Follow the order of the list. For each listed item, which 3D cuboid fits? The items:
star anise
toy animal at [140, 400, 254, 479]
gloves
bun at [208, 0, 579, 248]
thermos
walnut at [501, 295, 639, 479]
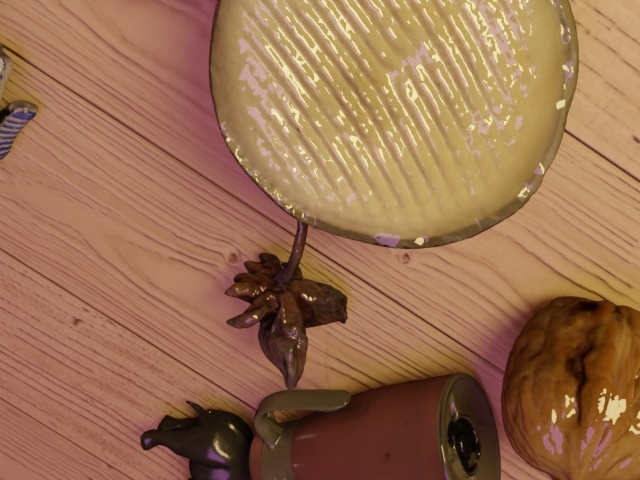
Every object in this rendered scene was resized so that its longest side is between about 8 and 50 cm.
[{"bbox_3d":[0.000,0.000,0.727,0.148,0.218,0.227,-1,149,-30],"label":"star anise"},{"bbox_3d":[-0.137,0.319,0.952,0.146,0.114,0.245,0,120,18],"label":"toy animal"},{"bbox_3d":[-0.376,-0.112,0.792,0.119,0.097,0.229,19,124,-31],"label":"gloves"},{"bbox_3d":[0.055,-0.135,0.601,0.287,0.146,0.287,1,116,1],"label":"bun"},{"bbox_3d":[0.040,0.223,0.828,0.265,0.146,0.176,-13,122,30],"label":"thermos"},{"bbox_3d":[0.244,0.141,0.688,0.155,0.184,0.155,16,139,14],"label":"walnut"}]
